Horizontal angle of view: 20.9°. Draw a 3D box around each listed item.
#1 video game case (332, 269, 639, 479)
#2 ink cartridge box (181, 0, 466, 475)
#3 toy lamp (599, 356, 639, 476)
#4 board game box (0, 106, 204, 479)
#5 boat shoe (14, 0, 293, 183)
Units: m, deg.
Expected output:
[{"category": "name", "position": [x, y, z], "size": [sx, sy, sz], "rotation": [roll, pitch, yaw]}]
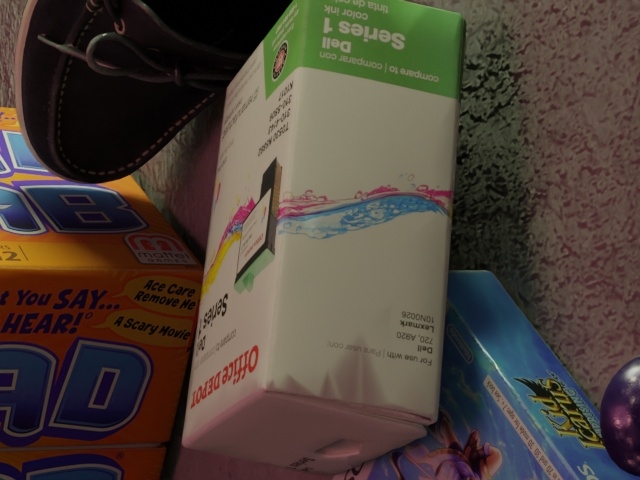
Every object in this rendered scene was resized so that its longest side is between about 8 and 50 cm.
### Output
[{"category": "video game case", "position": [0.105, 0.196, 1.115], "size": [0.269, 0.061, 0.244], "rotation": [56, 136, 44]}, {"category": "ink cartridge box", "position": [0.000, 0.000, 1.159], "size": [0.201, 0.117, 0.278], "rotation": [139, 139, -65]}, {"category": "toy lamp", "position": [0.253, 0.106, 0.856], "size": [0.275, 0.080, 0.080], "rotation": [9, 96, 62]}, {"category": "board game box", "position": [-0.364, 0.100, 1.609], "size": [0.356, 0.356, 0.356], "rotation": [48, 129, 52]}, {"category": "boat shoe", "position": [-0.106, -0.188, 1.373], "size": [0.500, 0.187, 0.156], "rotation": [-48, 43, 41]}]
